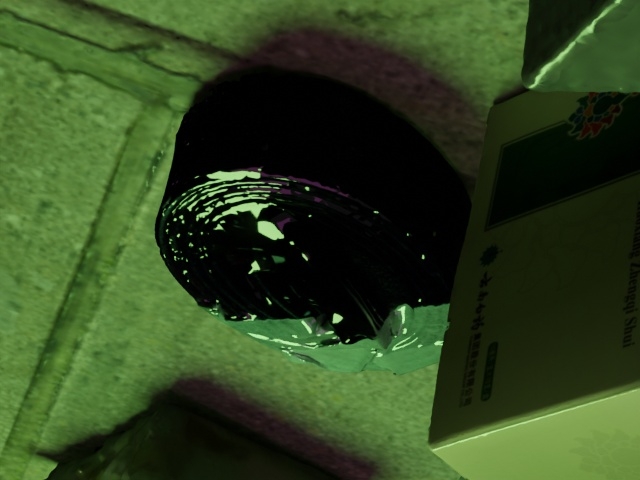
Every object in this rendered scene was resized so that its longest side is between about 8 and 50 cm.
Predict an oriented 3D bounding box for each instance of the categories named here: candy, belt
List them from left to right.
[{"bbox_3d":[-0.096,0.217,1.298,0.195,0.137,0.185,29,141,-25],"label":"candy"},{"bbox_3d":[0.000,0.000,1.026,0.151,0.078,0.198,-22,134,35],"label":"belt"}]

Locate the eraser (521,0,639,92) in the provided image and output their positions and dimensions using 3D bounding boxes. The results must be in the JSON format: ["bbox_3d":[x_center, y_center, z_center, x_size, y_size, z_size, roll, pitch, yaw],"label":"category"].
[{"bbox_3d":[0.203,-0.172,0.705,0.077,0.111,0.352,23,142,-18],"label":"eraser"}]

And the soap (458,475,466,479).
[{"bbox_3d":[0.129,0.114,1.121,0.056,0.100,0.149,18,143,-8],"label":"soap"}]

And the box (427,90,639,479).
[{"bbox_3d":[0.154,0.013,0.883,0.168,0.212,0.095,-21,132,37],"label":"box"}]
